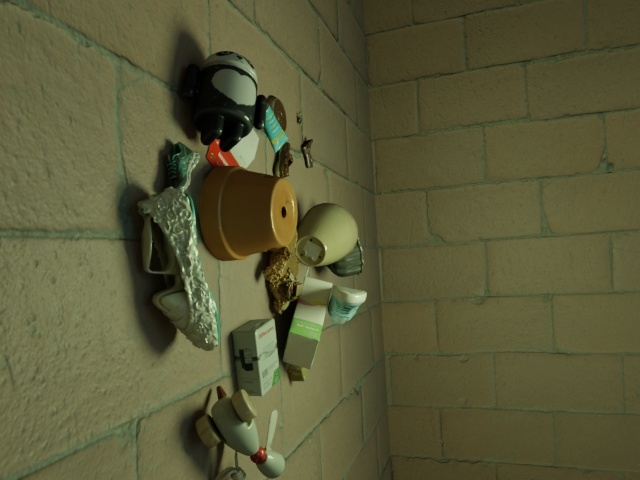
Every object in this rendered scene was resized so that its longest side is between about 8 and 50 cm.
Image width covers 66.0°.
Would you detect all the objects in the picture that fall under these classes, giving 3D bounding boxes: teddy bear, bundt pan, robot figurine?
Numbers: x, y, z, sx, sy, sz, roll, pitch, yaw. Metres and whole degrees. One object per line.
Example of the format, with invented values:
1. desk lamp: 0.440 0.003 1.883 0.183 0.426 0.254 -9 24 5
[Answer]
1. teddy bear: -0.147 0.099 1.812 0.245 0.113 0.338 -62 152 -46
2. bundt pan: 0.073 0.022 2.280 0.331 0.124 0.331 161 -90 -76
3. robot figurine: -0.267 -0.397 1.396 0.209 0.173 0.279 52 38 -64

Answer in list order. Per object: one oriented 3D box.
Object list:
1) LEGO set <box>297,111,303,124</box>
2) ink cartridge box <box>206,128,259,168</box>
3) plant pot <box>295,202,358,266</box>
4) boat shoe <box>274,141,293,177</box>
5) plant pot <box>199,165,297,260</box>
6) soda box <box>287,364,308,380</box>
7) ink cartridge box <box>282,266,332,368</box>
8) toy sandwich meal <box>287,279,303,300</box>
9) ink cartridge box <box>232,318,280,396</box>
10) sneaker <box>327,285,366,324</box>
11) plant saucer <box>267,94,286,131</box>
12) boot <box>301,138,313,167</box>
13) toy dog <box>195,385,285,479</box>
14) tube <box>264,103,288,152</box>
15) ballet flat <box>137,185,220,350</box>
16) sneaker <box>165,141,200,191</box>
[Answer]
1. LEGO set: -0.093 -0.548 2.224 0.083 0.023 0.054 -87 168 -64
2. ink cartridge box: -0.271 -0.297 1.561 0.189 0.066 0.233 60 27 -54
3. plant pot: 0.000 0.000 2.000 0.274 0.256 0.257 -45 129 -67
4. boat shoe: -0.136 -0.317 1.955 0.064 0.060 0.178 80 16 -56
5. plant pot: -0.198 -0.082 1.471 0.291 0.203 0.291 0 90 -70
6. soda box: -0.073 0.484 1.990 0.181 0.061 0.058 -63 144 -58
7. ink cartridge box: -0.042 0.291 1.931 0.354 0.119 0.207 -75 179 -46
8. toy sandwich meal: -0.092 0.183 1.793 0.085 0.029 0.086 9 90 -70
9. ink cartridge box: -0.202 0.368 1.574 0.153 0.086 0.209 -18 104 -71
10. sneaker: 0.096 0.257 1.902 0.366 0.135 0.150 81 19 -83
11. plant saucer: -0.170 -0.490 1.953 0.168 0.029 0.169 -3 90 -72
12. boot: -0.050 -0.401 2.290 0.106 0.037 0.114 -53 135 -44
13. toy dog: -0.221 0.527 1.379 0.161 0.219 0.334 -124 -156 -57
14. tube: -0.182 -0.428 1.869 0.080 0.052 0.207 -46 147 -12
15. ballet flat: -0.349 0.081 1.170 0.147 0.146 0.410 -34 116 -69
16. sneaker: -0.367 -0.182 1.252 0.076 0.064 0.167 46 37 -39
